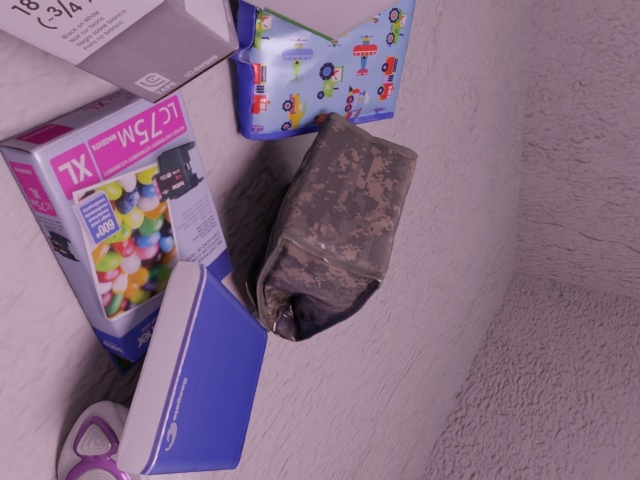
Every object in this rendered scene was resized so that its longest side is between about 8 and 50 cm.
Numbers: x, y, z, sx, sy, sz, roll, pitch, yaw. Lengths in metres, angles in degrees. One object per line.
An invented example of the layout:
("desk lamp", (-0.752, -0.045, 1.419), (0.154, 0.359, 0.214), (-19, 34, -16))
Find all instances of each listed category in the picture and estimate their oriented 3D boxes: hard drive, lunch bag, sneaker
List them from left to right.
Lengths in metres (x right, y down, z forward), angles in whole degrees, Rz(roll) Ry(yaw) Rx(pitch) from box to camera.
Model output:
("sneaker", (-0.222, 0.300, 0.676), (0.152, 0.114, 0.305), (-68, 155, -57))
("hard drive", (-0.137, 0.178, 0.682), (0.319, 0.040, 0.210), (73, 27, -67))
("lunch bag", (-0.009, -0.270, 0.758), (0.293, 0.138, 0.221), (-27, 136, -42))
("lunch bag", (0.000, 0.000, 0.804), (0.287, 0.168, 0.235), (122, -9, -55))

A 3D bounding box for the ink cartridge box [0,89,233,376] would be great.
("ink cartridge box", (-0.198, -0.002, 0.615), (0.186, 0.065, 0.311), (-46, 140, -42))

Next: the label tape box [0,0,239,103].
("label tape box", (-0.210, -0.266, 0.343), (0.333, 0.105, 0.241), (14, 58, -61))

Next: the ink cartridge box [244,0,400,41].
("ink cartridge box", (-0.027, -0.389, 0.565), (0.201, 0.117, 0.278), (7, 76, -42))
